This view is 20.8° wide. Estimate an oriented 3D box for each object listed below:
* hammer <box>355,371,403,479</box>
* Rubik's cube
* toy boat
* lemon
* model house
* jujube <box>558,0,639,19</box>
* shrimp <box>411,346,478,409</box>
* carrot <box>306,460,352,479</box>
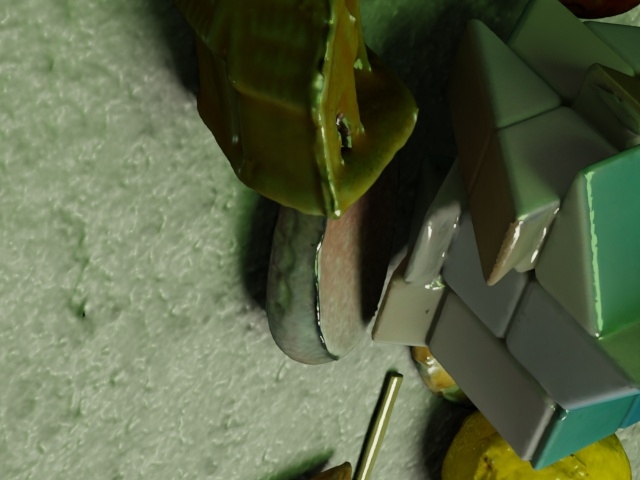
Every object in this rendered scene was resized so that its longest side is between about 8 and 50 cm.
[{"bbox_3d":[0.047,0.229,1.801,0.062,0.013,0.199,4,107,-48],"label":"hammer"},{"bbox_3d":[0.254,-0.013,1.583,0.387,0.368,0.358,-21,146,-34],"label":"Rubik's cube"},{"bbox_3d":[0.000,0.000,1.587,0.155,0.085,0.227,-10,111,-62],"label":"toy boat"},{"bbox_3d":[0.233,0.264,1.878,0.204,0.204,0.260,-59,145,-4],"label":"lemon"},{"bbox_3d":[-0.017,-0.179,1.358,0.173,0.268,0.239,-19,125,-15],"label":"model house"},{"bbox_3d":[0.253,-0.326,1.596,0.174,0.174,0.250,-27,135,-35],"label":"jujube"},{"bbox_3d":[0.269,0.038,1.887,0.445,0.085,0.272,-25,133,-33],"label":"shrimp"},{"bbox_3d":[-0.049,0.310,1.698,0.263,0.102,0.102,-46,138,-28],"label":"carrot"}]
